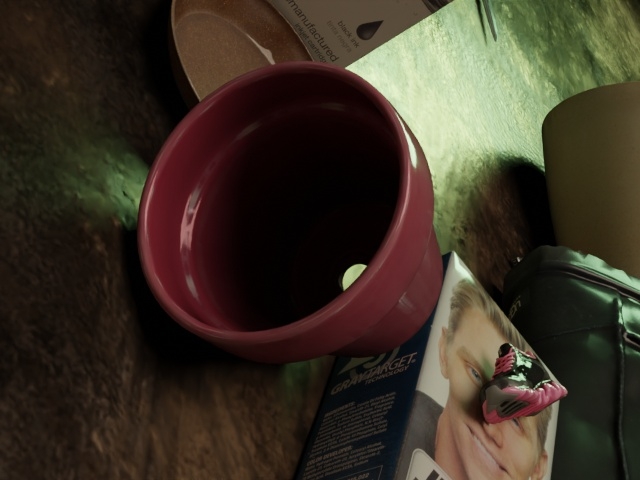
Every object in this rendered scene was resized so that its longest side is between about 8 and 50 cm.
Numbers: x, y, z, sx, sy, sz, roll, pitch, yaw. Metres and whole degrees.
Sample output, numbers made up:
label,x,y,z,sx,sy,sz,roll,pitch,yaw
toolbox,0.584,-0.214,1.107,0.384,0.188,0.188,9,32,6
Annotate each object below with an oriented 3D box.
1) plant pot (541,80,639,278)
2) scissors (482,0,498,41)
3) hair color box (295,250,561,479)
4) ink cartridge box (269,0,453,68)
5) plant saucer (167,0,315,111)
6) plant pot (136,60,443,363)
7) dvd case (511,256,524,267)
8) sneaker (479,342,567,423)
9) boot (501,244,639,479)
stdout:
label,x,y,z,sx,sy,sz,roll,pitch,yaw
plant pot,0.386,-0.007,1.317,0.256,0.256,0.274,28,62,-43
scissors,0.213,-0.400,1.544,0.109,0.021,0.297,42,38,-33
hair color box,0.083,0.183,0.835,0.174,0.105,0.347,50,33,-20
ink cartridge box,0.047,-0.294,0.979,0.198,0.272,0.115,50,34,-18
plant saucer,-0.063,-0.133,0.927,0.198,0.036,0.199,34,43,-37
plant pot,0.000,0.000,0.789,0.180,0.201,0.201,39,36,-59
dvd case,0.259,0.078,1.254,0.087,0.013,0.120,6,61,-53
sneaker,0.147,0.106,0.848,0.119,0.047,0.057,12,50,-61
boot,0.332,0.231,1.022,0.366,0.146,0.445,18,38,-4
